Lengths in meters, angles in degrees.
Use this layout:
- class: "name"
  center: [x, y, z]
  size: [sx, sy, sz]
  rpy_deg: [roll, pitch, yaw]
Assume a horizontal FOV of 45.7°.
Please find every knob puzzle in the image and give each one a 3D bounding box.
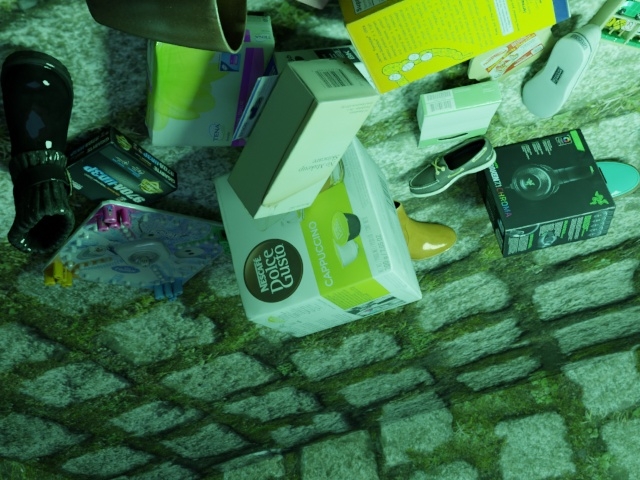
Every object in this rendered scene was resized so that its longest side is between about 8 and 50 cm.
- class: "knob puzzle"
  center: [0.382, -0.398, 1.560]
  size: [0.213, 0.030, 0.213]
  rpy_deg: [-19, 159, -7]

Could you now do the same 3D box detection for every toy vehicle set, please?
- class: "toy vehicle set"
  center: [0.705, -0.464, 1.572]
  size: [0.266, 0.035, 0.166]
  rpy_deg: [5, 144, -23]

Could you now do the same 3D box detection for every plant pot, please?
- class: "plant pot"
  center: [-0.256, -0.413, 1.238]
  size: [0.230, 0.215, 0.215]
  rpy_deg: [1, 148, 8]

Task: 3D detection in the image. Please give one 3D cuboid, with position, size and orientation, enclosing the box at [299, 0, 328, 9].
- class: "box"
  center: [-0.007, -0.511, 1.204]
  size: [0.148, 0.127, 0.232]
  rpy_deg: [11, 141, -30]

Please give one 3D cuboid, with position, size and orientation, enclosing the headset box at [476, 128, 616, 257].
- class: "headset box"
  center: [0.553, -0.118, 1.861]
  size: [0.283, 0.246, 0.131]
  rpy_deg: [-12, 148, 2]

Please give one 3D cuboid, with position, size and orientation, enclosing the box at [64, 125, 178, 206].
- class: "box"
  center: [-0.455, -0.147, 1.697]
  size: [0.175, 0.051, 0.220]
  rpy_deg: [-24, 145, 20]

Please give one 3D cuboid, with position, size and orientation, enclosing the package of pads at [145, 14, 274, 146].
- class: "package of pads"
  center: [-0.225, -0.303, 1.480]
  size: [0.229, 0.101, 0.297]
  rpy_deg: [-2, 146, -14]

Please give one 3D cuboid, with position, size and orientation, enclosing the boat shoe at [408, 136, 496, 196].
- class: "boat shoe"
  center: [0.311, -0.183, 1.850]
  size: [0.227, 0.081, 0.069]
  rpy_deg: [-27, 142, 11]

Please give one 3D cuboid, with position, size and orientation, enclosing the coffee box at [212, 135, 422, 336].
- class: "coffee box"
  center: [0.000, 0.000, 1.729]
  size: [0.334, 0.338, 0.338]
  rpy_deg: [-19, 162, 13]

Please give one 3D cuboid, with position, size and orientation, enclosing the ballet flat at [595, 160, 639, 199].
- class: "ballet flat"
  center: [0.665, -0.129, 2.021]
  size: [0.342, 0.116, 0.124]
  rpy_deg: [-15, 167, 7]

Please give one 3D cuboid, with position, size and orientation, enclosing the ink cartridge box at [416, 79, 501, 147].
- class: "ink cartridge box"
  center: [0.304, -0.282, 1.718]
  size: [0.171, 0.056, 0.235]
  rpy_deg: [-11, 172, 2]

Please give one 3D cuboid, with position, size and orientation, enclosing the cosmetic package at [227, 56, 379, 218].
- class: "cosmetic package"
  center: [-0.039, -0.190, 1.436]
  size: [0.160, 0.113, 0.309]
  rpy_deg: [-16, 151, -39]

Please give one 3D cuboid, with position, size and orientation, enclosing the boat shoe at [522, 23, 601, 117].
- class: "boat shoe"
  center: [0.518, -0.363, 1.628]
  size: [0.088, 0.096, 0.267]
  rpy_deg: [-38, 162, -19]

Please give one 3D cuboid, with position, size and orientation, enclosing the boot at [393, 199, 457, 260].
- class: "boot"
  center: [0.223, -0.037, 2.020]
  size: [0.295, 0.104, 0.211]
  rpy_deg: [-7, 148, 1]

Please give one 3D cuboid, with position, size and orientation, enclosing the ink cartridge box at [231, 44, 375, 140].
- class: "ink cartridge box"
  center: [-0.028, -0.292, 1.473]
  size: [0.332, 0.065, 0.165]
  rpy_deg: [-17, 153, -39]

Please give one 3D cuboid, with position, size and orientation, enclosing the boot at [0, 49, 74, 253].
- class: "boot"
  center: [-0.540, -0.160, 1.458]
  size: [0.131, 0.260, 0.348]
  rpy_deg: [-1, 146, -15]

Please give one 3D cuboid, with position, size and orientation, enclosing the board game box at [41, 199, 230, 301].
- class: "board game box"
  center: [-0.450, 0.043, 1.936]
  size: [0.389, 0.050, 0.390]
  rpy_deg: [12, 146, -38]

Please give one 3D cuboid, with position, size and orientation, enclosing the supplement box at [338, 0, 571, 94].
- class: "supplement box"
  center: [0.218, -0.441, 1.317]
  size: [0.356, 0.194, 0.195]
  rpy_deg: [-20, 146, 14]
